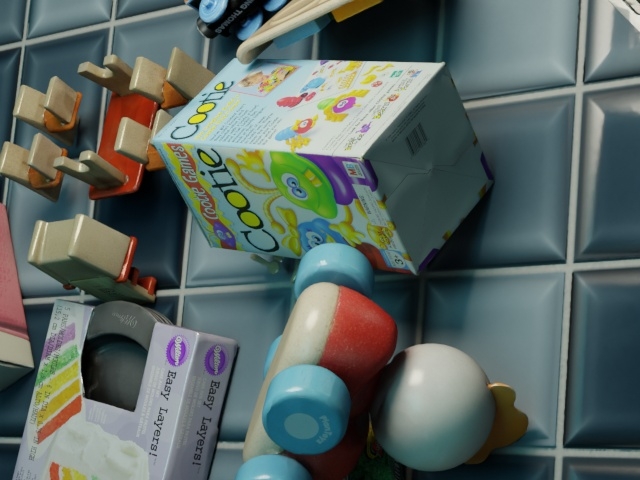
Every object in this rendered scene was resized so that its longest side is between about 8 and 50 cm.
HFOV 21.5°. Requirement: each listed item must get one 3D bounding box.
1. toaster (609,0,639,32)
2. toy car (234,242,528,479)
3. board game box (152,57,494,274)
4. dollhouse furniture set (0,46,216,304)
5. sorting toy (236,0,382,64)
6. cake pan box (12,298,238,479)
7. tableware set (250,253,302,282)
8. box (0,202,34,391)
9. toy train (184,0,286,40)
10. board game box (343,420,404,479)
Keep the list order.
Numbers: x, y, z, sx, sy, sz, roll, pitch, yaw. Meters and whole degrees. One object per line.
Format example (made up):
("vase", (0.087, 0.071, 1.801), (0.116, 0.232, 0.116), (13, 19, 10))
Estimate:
("toaster", (0.320, -0.256, 1.434), (0.168, 0.110, 0.186), (-50, 51, 19))
("toy car", (0.064, 0.157, 1.507), (0.219, 0.238, 0.210), (-76, 5, -55))
("board game box", (0.001, -0.076, 1.615), (0.275, 0.142, 0.144), (8, 45, 43))
("dollhouse furniture set", (-0.230, -0.070, 1.891), (0.262, 0.135, 0.259), (-8, 62, 40))
("sorting toy", (0.032, -0.251, 1.669), (0.208, 0.193, 0.038), (-26, 104, 37))
("cake pan box", (-0.218, 0.201, 1.822), (0.245, 0.070, 0.267), (11, 86, 41))
("tableware set", (0.000, 0.000, 1.712), (0.154, 0.024, 0.104), (24, 88, 44))
("box", (-0.452, 0.074, 2.024), (0.148, 0.127, 0.232), (-32, 59, 31))
("toy train", (-0.073, -0.298, 1.821), (0.184, 0.080, 0.105), (-41, 49, 27))
("board game box", (0.022, 0.292, 1.540), (0.136, 0.030, 0.260), (-28, 41, 21))
